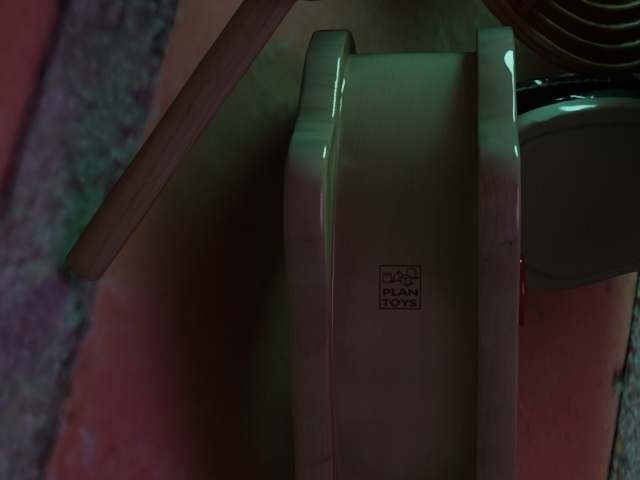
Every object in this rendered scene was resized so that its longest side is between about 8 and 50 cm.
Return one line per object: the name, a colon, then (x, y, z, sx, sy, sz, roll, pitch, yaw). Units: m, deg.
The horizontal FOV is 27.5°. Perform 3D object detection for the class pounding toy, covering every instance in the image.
pounding toy: (0.000, 0.000, 0.498, 0.154, 0.155, 0.269, -72, 161, -71)

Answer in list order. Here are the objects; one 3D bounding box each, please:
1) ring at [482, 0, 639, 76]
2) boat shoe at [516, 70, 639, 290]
ring: (0.131, -0.244, 0.593, 0.336, 0.032, 0.337, 0, 89, -48)
boat shoe: (0.152, -0.040, 0.692, 0.302, 0.091, 0.114, 10, 124, -50)
